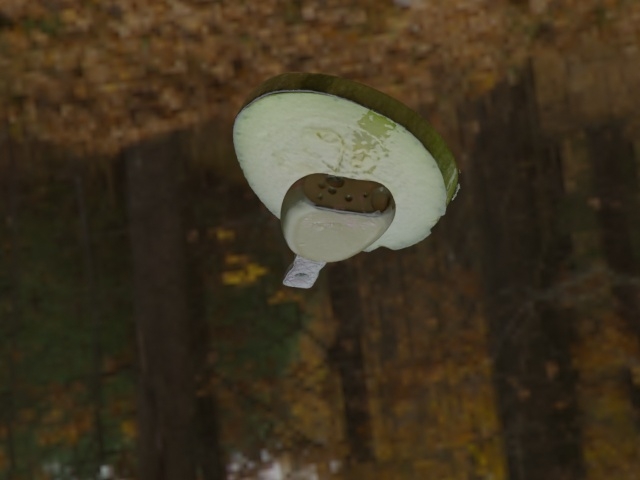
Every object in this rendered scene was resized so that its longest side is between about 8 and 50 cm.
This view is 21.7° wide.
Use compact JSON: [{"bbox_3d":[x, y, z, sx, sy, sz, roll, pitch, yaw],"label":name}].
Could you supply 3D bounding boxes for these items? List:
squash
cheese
[{"bbox_3d":[0.023,-0.076,1.573,0.219,0.219,0.041,-8,-137,36],"label":"squash"},{"bbox_3d":[0.000,0.000,1.482,0.097,0.037,0.192,9,152,-12],"label":"cheese"}]
